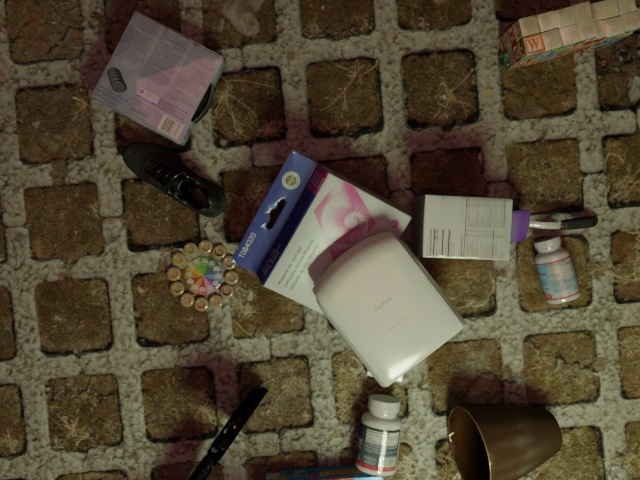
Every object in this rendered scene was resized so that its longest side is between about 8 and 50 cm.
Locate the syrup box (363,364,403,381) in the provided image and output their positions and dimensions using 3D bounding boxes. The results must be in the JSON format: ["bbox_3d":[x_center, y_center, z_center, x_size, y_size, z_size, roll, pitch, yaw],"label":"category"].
[{"bbox_3d":[0.179,0.225,1.687,0.096,0.093,0.237,11,92,-1],"label":"syrup box"}]

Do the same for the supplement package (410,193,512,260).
[{"bbox_3d":[0.335,-0.032,1.629,0.202,0.194,0.150,3,91,-1],"label":"supplement package"}]

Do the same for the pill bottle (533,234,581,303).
[{"bbox_3d":[0.590,0.072,1.688,0.087,0.087,0.160,-17,92,0],"label":"pill bottle"}]

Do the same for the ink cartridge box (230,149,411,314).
[{"bbox_3d":[0.000,0.000,1.623,0.330,0.071,0.324,26,105,-17],"label":"ink cartridge box"}]

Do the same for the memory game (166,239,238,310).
[{"bbox_3d":[-0.301,0.090,1.719,0.186,0.012,0.186,0,92,-1],"label":"memory game"}]

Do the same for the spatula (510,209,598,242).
[{"bbox_3d":[0.573,-0.039,1.672,0.296,0.030,0.084,-3,109,-18],"label":"spatula"}]

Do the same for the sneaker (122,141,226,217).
[{"bbox_3d":[-0.362,-0.157,1.652,0.286,0.130,0.109,29,93,0],"label":"sneaker"}]

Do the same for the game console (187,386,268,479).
[{"bbox_3d":[-0.255,0.522,1.645,0.044,0.213,0.361,35,102,4],"label":"game console"}]

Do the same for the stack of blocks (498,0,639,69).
[{"bbox_3d":[0.606,-0.507,1.627,0.296,0.171,0.087,-15,92,0],"label":"stack of blocks"}]

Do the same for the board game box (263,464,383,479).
[{"bbox_3d":[0.015,0.739,1.707,0.301,0.086,0.309,-4,92,0],"label":"board game box"}]

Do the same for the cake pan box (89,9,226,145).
[{"bbox_3d":[-0.397,-0.399,1.674,0.266,0.070,0.246,27,94,-1],"label":"cake pan box"}]

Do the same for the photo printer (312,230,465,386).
[{"bbox_3d":[0.151,0.150,1.575,0.256,0.107,0.308,-37,95,2],"label":"photo printer"}]

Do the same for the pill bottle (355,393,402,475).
[{"bbox_3d":[0.150,0.485,1.689,0.107,0.108,0.180,7,91,-1],"label":"pill bottle"}]

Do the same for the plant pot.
[{"bbox_3d":[0.466,0.492,1.659,0.230,0.215,0.216,-9,92,-14],"label":"plant pot"}]
